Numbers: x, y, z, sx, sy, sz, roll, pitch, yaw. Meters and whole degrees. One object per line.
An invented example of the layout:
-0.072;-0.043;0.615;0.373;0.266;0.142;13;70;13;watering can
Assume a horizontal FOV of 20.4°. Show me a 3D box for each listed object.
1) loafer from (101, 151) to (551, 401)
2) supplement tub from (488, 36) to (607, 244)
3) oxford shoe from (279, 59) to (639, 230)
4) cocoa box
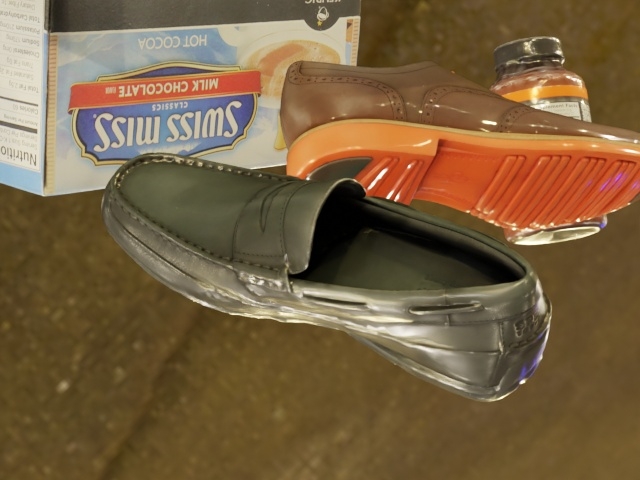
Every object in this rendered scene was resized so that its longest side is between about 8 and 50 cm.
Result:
0.000;0.000;0.806;0.076;0.223;0.078;-54;155;-37;loafer
0.221;-0.100;1.779;0.106;0.198;0.106;-7;170;-1;supplement tub
0.104;-0.072;1.145;0.271;0.098;0.097;5;145;-25;oxford shoe
-0.161;-0.180;1.513;0.347;0.231;0.228;-10;108;-44;cocoa box
